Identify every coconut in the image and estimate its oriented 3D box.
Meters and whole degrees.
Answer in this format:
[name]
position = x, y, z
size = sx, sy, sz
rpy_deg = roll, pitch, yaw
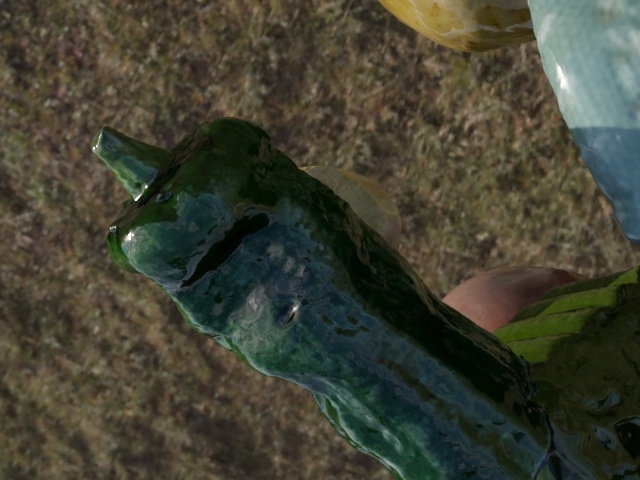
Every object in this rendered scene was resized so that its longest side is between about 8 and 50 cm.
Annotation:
[coconut]
position = 0.000, 0.000, 1.043
size = 0.147, 0.147, 0.153
rpy_deg = 11, -177, 12

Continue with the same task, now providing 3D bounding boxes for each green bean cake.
[green bean cake]
position = 0.241, 0.175, 0.930
size = 0.156, 0.247, 0.249
rpy_deg = -17, 103, 54

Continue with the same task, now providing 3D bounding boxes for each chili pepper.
[chili pepper]
position = -0.004, 0.028, 0.566
size = 0.270, 0.136, 0.099
rpy_deg = 35, 130, -14

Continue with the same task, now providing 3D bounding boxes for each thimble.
[thimble]
position = 0.212, -0.096, 0.596
size = 0.143, 0.235, 0.198
rpy_deg = -25, 126, 28

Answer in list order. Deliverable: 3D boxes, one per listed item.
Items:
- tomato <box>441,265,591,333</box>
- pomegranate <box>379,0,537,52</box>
[tomato]
position = 0.230, 0.175, 1.273
size = 0.322, 0.321, 0.321
rpy_deg = 13, 144, 10
[pomegranate]
position = 0.147, -0.289, 0.953
size = 0.261, 0.260, 0.260
rpy_deg = 13, 144, 10
